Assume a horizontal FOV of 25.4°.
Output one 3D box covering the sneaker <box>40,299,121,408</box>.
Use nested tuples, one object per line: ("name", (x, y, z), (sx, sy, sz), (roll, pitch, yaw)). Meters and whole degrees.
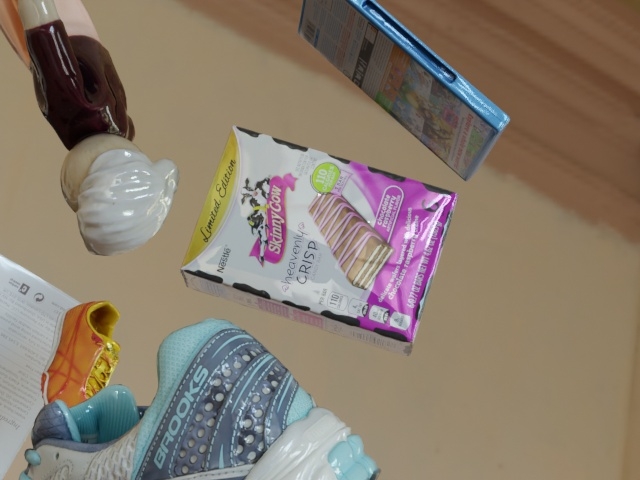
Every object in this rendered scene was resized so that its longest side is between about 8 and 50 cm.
("sneaker", (-0.237, 0.128, 1.426), (0.067, 0.175, 0.064), (-17, -42, 19))

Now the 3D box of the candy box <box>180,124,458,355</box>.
("candy box", (0.000, 0.000, 1.382), (0.233, 0.159, 0.071), (16, -16, 6))

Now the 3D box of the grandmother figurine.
("grandmother figurine", (-0.202, -0.136, 1.138), (0.104, 0.342, 0.208), (-29, -27, 11))

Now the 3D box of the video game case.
("video game case", (0.053, -0.115, 0.980), (0.166, 0.015, 0.119), (42, -14, 6))

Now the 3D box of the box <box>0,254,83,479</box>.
("box", (-0.446, 0.195, 1.710), (0.168, 0.345, 0.215), (34, -16, -19))

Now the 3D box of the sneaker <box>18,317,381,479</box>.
("sneaker", (-0.098, 0.135, 0.682), (0.283, 0.122, 0.110), (-40, -8, 29))
